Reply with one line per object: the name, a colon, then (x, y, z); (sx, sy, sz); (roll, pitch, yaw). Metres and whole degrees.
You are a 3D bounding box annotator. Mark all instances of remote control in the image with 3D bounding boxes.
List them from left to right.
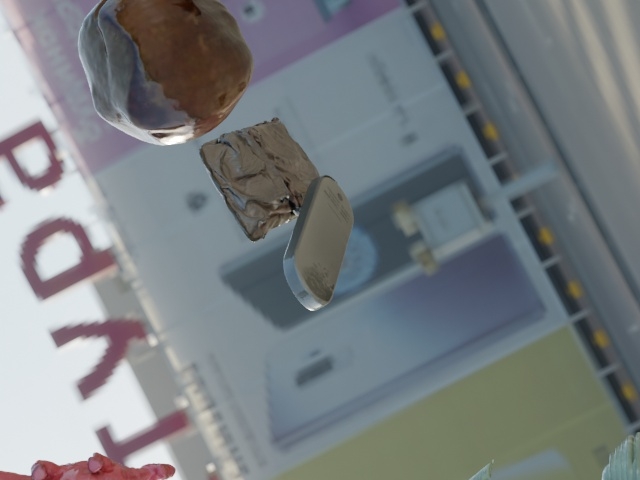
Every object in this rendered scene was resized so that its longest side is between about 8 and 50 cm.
remote control: (0.000, 0.000, 1.931); (0.077, 0.022, 0.245); (55, -156, -21)

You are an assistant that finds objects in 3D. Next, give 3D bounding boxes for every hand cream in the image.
hand cream: (0.204, 0.335, 2.212); (0.022, 0.102, 0.035); (34, -143, -11)

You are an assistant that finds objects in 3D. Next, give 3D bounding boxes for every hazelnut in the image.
hazelnut: (-0.128, -0.152, 1.385); (0.154, 0.143, 0.143); (42, 170, 43)

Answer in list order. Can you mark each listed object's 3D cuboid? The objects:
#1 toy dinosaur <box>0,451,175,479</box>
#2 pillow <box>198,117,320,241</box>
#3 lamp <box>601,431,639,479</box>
toy dinosaur: (-0.311, 0.285, 1.929); (0.139, 0.286, 0.070); (-67, -28, -88)
pillow: (-0.062, -0.082, 1.997); (0.135, 0.049, 0.248); (56, -157, 2)
lamp: (0.416, 0.270, 1.847); (0.106, 0.193, 0.106); (-1, -90, -79)
